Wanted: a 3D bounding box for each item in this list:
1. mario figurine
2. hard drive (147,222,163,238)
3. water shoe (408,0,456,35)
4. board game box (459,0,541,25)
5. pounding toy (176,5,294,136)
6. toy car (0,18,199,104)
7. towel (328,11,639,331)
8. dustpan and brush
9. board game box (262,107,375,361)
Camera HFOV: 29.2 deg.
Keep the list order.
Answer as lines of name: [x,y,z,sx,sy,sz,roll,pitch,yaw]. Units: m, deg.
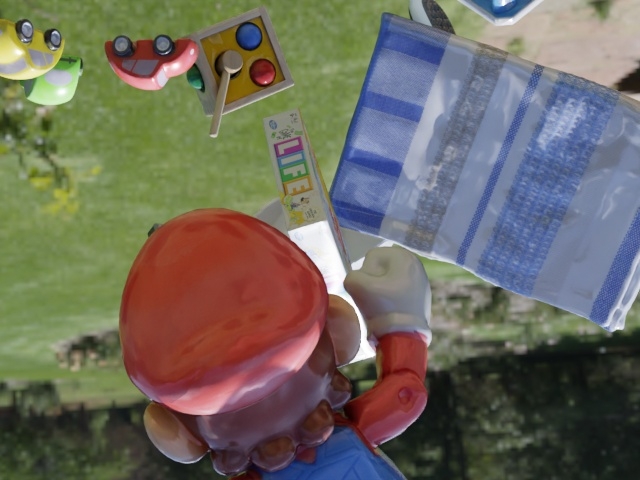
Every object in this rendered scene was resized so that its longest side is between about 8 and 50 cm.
mario figurine: [-0.009,0.126,0.711,0.170,0.320,0.198,-18,-166,39]
hard drive: [-0.119,0.047,1.227,0.094,0.135,0.022,18,126,-35]
water shoe: [0.143,-0.215,1.558,0.080,0.073,0.203,-15,125,26]
board game box: [0.212,-0.469,1.446,0.390,0.390,0.050,-40,149,-15]
pounding toy: [-0.116,-0.218,1.589,0.141,0.130,0.100,-25,-168,-18]
toy car: [-0.273,-0.181,1.321,0.239,0.053,0.225,2,175,-28]
towel: [0.155,-0.052,1.030,0.285,0.209,0.034,22,-147,6]
dustpan and brush: [-0.045,0.031,1.109,0.147,0.211,0.060,21,154,40]
board game box: [0.000,0.000,0.837,0.026,0.103,0.154,-16,140,3]
